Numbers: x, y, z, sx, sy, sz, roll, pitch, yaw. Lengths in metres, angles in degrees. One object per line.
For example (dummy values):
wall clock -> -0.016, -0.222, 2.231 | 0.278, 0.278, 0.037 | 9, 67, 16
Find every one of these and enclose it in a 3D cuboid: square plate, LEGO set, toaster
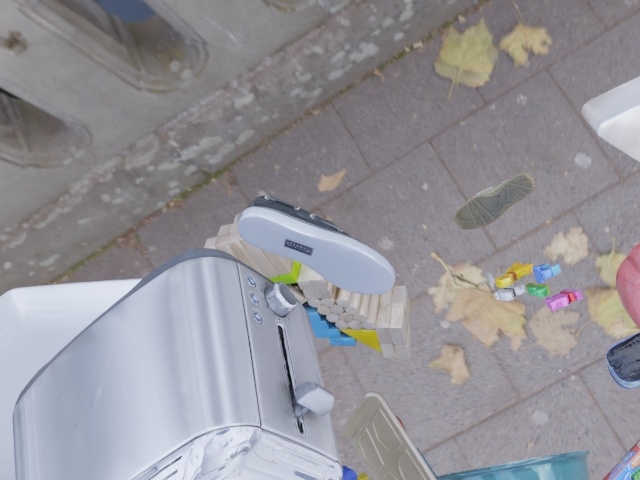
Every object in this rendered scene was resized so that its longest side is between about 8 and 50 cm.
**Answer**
square plate -> -0.284, 0.143, 0.742 | 0.344, 0.347, 0.049 | -4, 116, 21
LEGO set -> 0.444, 0.099, 1.609 | 0.093, 0.227, 0.087 | -25, 100, -24
toaster -> -0.092, 0.125, 0.432 | 0.227, 0.129, 0.146 | -38, 42, 14

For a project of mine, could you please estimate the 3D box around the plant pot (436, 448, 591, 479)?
plant pot -> 0.431, 0.629, 1.519 | 0.341, 0.341, 0.333 | -16, 69, 15

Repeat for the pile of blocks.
pile of blocks -> -0.004, 0.061, 1.129 | 0.149, 0.362, 0.112 | -36, 28, 39

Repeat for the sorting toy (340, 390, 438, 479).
sorting toy -> 0.127, 0.434, 1.406 | 0.041, 0.307, 0.229 | -25, 65, -30

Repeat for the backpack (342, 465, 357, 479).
backpack -> 0.002, 0.435, 1.269 | 0.120, 0.098, 0.101 | 4, 87, 23

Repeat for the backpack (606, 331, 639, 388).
backpack -> 0.686, 0.267, 1.602 | 0.114, 0.084, 0.105 | -25, 57, 4

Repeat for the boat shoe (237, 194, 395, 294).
boat shoe -> 0.000, 0.000, 0.626 | 0.142, 0.040, 0.049 | 24, 131, -2

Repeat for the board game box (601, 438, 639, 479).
board game box -> 0.473, 0.425, 1.117 | 0.145, 0.027, 0.281 | 31, 112, 0

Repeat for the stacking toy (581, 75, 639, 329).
stacking toy -> 0.309, -0.016, 0.364 | 0.309, 0.279, 0.130 | -34, 37, 17

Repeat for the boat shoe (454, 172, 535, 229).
boat shoe -> 0.308, -0.070, 1.306 | 0.153, 0.048, 0.056 | -36, 89, 16
